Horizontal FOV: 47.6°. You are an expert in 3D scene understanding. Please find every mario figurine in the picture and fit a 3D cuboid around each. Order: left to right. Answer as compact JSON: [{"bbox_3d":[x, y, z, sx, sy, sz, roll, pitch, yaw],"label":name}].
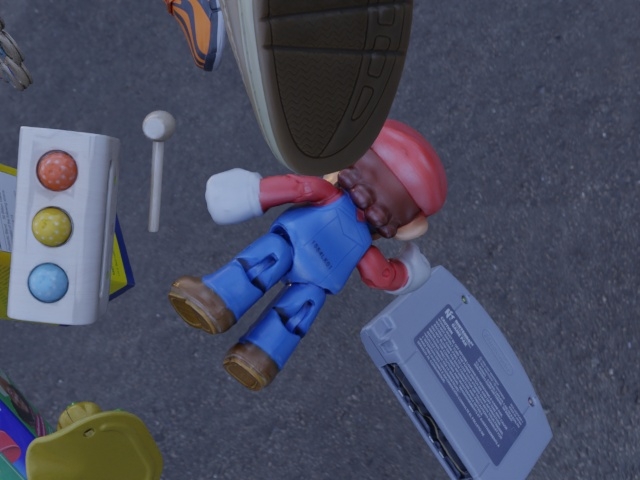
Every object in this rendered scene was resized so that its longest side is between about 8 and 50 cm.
[{"bbox_3d":[0.000,0.000,0.746,0.170,0.198,0.320,30,61,35],"label":"mario figurine"}]

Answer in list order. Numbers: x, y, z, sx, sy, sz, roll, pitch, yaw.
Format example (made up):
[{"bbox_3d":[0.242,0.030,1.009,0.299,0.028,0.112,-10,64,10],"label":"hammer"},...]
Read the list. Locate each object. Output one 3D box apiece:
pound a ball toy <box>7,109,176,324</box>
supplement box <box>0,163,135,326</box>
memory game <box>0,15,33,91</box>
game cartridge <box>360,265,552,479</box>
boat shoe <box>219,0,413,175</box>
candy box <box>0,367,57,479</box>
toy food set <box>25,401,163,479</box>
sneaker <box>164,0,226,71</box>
[{"bbox_3d":[-0.333,-0.041,1.053,0.208,0.136,0.319,6,95,-2],"label":"pound a ball toy"},{"bbox_3d":[-0.535,0.013,1.273,0.195,0.356,0.194,-29,66,20],"label":"supplement box"},{"bbox_3d":[-0.372,-0.238,0.769,0.186,0.186,0.012,31,63,34],"label":"memory game"},{"bbox_3d":[0.193,0.190,0.981,0.196,0.294,0.060,-35,3,-38],"label":"game cartridge"},{"bbox_3d":[-0.023,-0.188,0.403,0.109,0.302,0.098,-18,18,-33],"label":"boat shoe"},{"bbox_3d":[-0.516,0.379,1.089,0.268,0.317,0.122,-33,27,-8],"label":"candy box"},{"bbox_3d":[-0.247,0.247,0.800,0.128,0.218,0.071,-30,46,-22],"label":"toy food set"},{"bbox_3d":[-0.250,-0.409,1.122,0.180,0.124,0.321,-8,78,-19],"label":"sneaker"}]
